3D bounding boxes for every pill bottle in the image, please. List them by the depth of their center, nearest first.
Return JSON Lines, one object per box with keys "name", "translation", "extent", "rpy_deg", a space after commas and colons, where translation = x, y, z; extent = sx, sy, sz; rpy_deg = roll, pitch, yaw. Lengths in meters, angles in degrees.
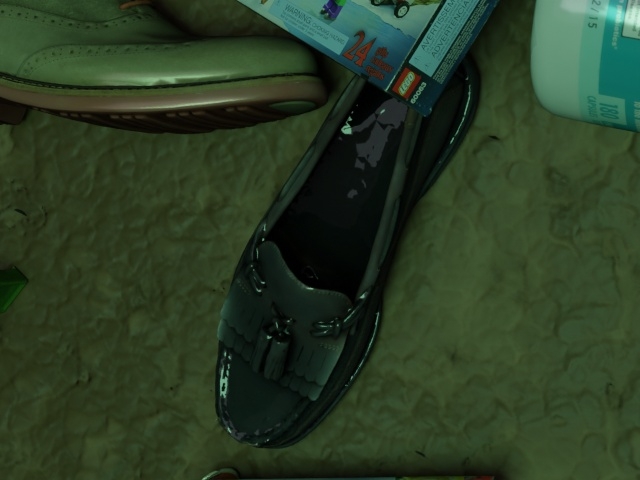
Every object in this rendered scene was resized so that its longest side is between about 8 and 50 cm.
{"name": "pill bottle", "translation": [0.263, -0.119, 0.987], "extent": [0.264, 0.146, 0.146], "rpy_deg": [13, 96, 19]}

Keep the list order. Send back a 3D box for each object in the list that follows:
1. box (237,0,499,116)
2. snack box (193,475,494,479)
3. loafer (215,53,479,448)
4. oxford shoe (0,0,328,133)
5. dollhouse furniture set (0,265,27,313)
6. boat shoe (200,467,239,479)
{"name": "box", "translation": [0.023, -0.194, 1.060], "extent": [0.233, 0.044, 0.159], "rpy_deg": [36, 97, 43]}
{"name": "snack box", "translation": [0.017, 0.241, 1.101], "extent": [0.207, 0.070, 0.175], "rpy_deg": [-4, 110, 21]}
{"name": "loafer", "translation": [0.000, 0.000, 1.109], "extent": [0.109, 0.095, 0.303], "rpy_deg": [29, 101, 15]}
{"name": "oxford shoe", "translation": [-0.159, -0.141, 1.149], "extent": [0.348, 0.123, 0.130], "rpy_deg": [6, 88, 18]}
{"name": "dollhouse furniture set", "translation": [-0.283, -0.005, 1.227], "extent": [0.151, 0.058, 0.076], "rpy_deg": [44, 104, 13]}
{"name": "boat shoe", "translation": [-0.103, 0.209, 1.181], "extent": [0.049, 0.043, 0.137], "rpy_deg": [38, 108, -23]}
